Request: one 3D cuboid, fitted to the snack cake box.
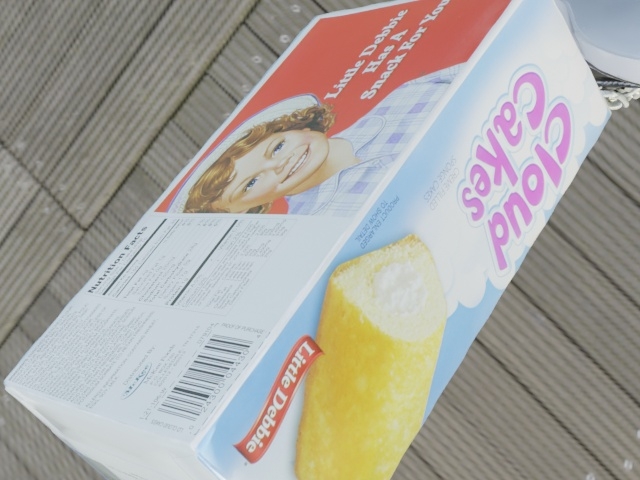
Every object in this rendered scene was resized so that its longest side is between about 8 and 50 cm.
[{"bbox_3d":[0.000,0.000,0.441,0.152,0.264,0.089,2,138,49],"label":"snack cake box"}]

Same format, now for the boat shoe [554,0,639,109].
[{"bbox_3d":[0.251,-0.170,0.827,0.113,0.306,0.105,-28,118,-4],"label":"boat shoe"}]
